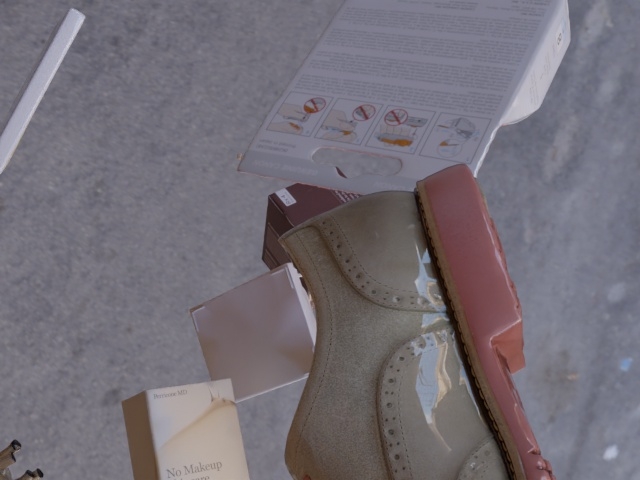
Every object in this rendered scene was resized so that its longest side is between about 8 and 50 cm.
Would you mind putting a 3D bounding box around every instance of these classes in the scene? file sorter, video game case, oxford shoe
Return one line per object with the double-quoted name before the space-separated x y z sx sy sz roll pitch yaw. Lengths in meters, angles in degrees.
"file sorter" -0.067 0.166 1.778 0.173 0.278 0.193 -8 77 -49
"video game case" -0.382 -0.196 1.288 0.026 0.206 0.227 29 88 -20
"oxford shoe" 0.062 0.148 0.539 0.146 0.397 0.140 -13 147 7

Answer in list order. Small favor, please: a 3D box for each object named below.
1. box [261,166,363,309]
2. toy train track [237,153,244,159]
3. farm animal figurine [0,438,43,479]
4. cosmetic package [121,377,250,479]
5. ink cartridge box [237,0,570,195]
"box" 0.000 0.000 1.929 0.167 0.168 0.203 -24 148 -26
"toy train track" -0.134 -0.172 2.040 0.014 0.083 0.048 74 25 -80
"farm animal figurine" -0.342 0.441 1.133 0.172 0.330 0.327 -36 116 3
"cosmetic package" -0.205 0.389 1.558 0.160 0.113 0.309 -5 76 -33
"ink cartridge box" 0.116 -0.181 1.253 0.385 0.308 0.091 -61 148 -29
